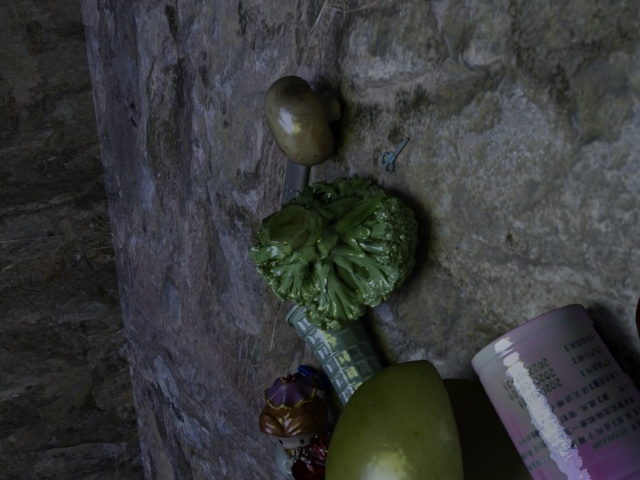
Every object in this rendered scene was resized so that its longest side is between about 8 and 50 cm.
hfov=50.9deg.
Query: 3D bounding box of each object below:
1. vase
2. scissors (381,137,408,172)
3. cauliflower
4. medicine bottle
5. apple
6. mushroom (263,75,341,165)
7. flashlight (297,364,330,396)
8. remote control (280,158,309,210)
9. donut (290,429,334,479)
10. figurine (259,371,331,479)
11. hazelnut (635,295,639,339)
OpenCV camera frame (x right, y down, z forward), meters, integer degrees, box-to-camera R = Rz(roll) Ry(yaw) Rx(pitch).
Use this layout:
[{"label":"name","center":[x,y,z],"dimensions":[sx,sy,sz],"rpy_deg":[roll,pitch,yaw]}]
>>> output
[{"label":"vase","center":[0.062,0.238,1.198],"dimensions":[0.298,0.143,0.143],"rpy_deg":[62,147,23]},{"label":"scissors","center":[0.121,-0.141,1.081],"dimensions":[0.083,0.006,0.036],"rpy_deg":[-52,54,54]},{"label":"cauliflower","center":[0.000,0.000,1.091],"dimensions":[0.275,0.250,0.272],"rpy_deg":[-49,53,16]},{"label":"medicine bottle","center":[0.297,0.216,0.758],"dimensions":[0.254,0.152,0.152],"rpy_deg":[64,148,23]},{"label":"apple","center":[0.148,0.307,0.918],"dimensions":[0.254,0.292,0.292],"rpy_deg":[-103,21,-48]},{"label":"mushroom","center":[-0.029,-0.214,1.203],"dimensions":[0.166,0.127,0.166],"rpy_deg":[160,90,-83]},{"label":"flashlight","center":[-0.016,0.295,1.449],"dimensions":[0.121,0.035,0.057],"rpy_deg":[13,112,58]},{"label":"remote control","center":[-0.063,-0.072,1.403],"dimensions":[0.067,0.029,0.261],"rpy_deg":[49,140,41]},{"label":"donut","center":[0.056,0.446,1.256],"dimensions":[0.235,0.089,0.235],"rpy_deg":[25,139,24]},{"label":"figurine","center":[-0.044,0.393,1.395],"dimensions":[0.189,0.142,0.263],"rpy_deg":[-80,-20,-55]},{"label":"hazelnut","center":[0.381,0.072,0.529],"dimensions":[0.229,0.230,0.229],"rpy_deg":[29,125,53]}]
